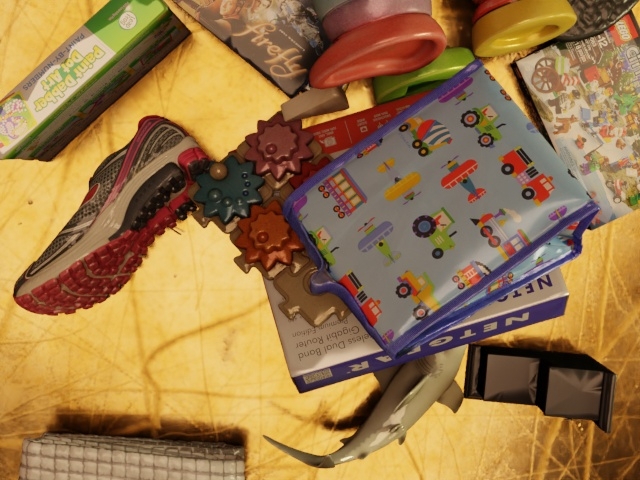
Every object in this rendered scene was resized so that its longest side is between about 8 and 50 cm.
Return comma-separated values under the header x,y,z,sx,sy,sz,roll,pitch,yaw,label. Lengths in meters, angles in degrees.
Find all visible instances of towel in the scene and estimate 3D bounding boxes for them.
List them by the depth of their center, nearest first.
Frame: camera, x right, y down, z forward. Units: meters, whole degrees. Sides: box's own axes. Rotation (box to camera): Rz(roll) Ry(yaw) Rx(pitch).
x,y,z,sx,sy,sz,roll,pitch,yaw,label
-0.240,0.360,1.643,0.283,0.121,0.235,5,95,-3,towel

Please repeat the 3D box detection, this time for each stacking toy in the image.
x,y,z,sx,sy,sz,roll,pitch,yaw,label
0.098,-0.253,1.514,0.309,0.279,0.130,-11,81,-31,stacking toy

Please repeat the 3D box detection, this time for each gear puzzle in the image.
x,y,z,sx,sy,sz,roll,pitch,yaw,label
0.000,0.000,1.515,0.175,0.044,0.339,-41,70,-9,gear puzzle

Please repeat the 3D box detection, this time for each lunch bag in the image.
x,y,z,sx,sy,sz,roll,pitch,yaw,label
0.115,-0.021,1.446,0.293,0.138,0.221,-31,69,-12,lunch bag

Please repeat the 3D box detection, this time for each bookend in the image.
x,y,z,sx,sy,sz,roll,pitch,yaw,label
0.266,0.179,1.615,0.156,0.157,0.072,5,93,-2,bookend

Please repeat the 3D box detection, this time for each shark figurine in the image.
x,y,z,sx,sy,sz,roll,pitch,yaw,label
0.070,0.197,1.641,0.278,0.166,0.116,-40,56,-9,shark figurine

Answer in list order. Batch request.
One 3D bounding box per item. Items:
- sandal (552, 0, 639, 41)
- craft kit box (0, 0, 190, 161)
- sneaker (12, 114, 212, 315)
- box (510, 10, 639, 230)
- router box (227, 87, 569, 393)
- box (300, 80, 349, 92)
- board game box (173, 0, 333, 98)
x,y,z,sx,sy,sz,roll,pitch,yaw,label
0.336,-0.446,1.613,0.167,0.107,0.446,10,81,0,sandal
-0.269,-0.191,1.538,0.250,0.246,0.061,-42,95,1,craft kit box
-0.262,-0.023,1.627,0.299,0.121,0.112,-43,64,3,sneaker
0.359,-0.150,1.650,0.159,0.044,0.233,-25,94,1,box
0.090,-0.011,1.578,0.335,0.082,0.301,-17,68,0,router box
0.028,-0.255,1.633,0.059,0.054,0.169,21,93,-2,box
-0.076,-0.308,1.567,0.243,0.042,0.165,38,93,-9,board game box
